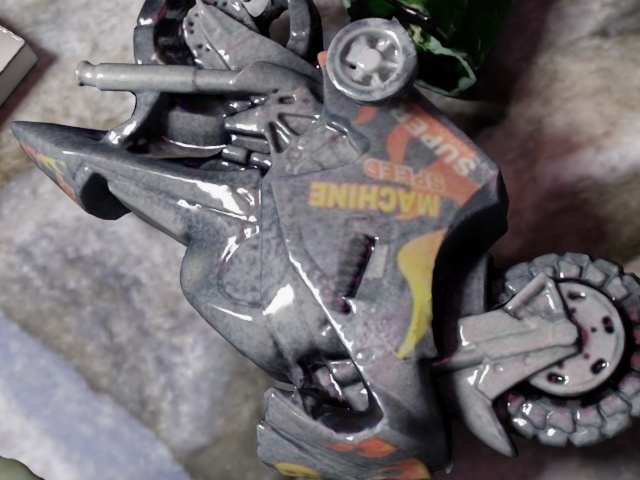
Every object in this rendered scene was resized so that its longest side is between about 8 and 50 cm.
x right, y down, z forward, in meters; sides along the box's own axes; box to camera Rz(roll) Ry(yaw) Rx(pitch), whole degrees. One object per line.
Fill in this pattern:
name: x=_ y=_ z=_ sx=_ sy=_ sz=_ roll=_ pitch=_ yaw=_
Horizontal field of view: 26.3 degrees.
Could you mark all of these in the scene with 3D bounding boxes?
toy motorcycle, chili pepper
toy motorcycle: x=0.000 y=0.000 z=0.610 sx=0.173 sy=0.108 sz=0.307 roll=-45 pitch=69 yaw=-3
chili pepper: x=0.088 y=-0.186 z=0.682 sx=0.059 sy=0.088 sz=0.227 roll=8 pitch=63 yaw=45

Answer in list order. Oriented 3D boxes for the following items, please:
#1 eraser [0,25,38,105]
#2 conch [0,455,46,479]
eraser: x=-0.231 y=-0.066 z=0.705 sx=0.104 sy=0.023 sz=0.150 roll=32 pitch=77 yaw=16
conch: x=-0.171 y=0.179 z=0.557 sx=0.200 sy=0.131 sz=0.172 roll=46 pitch=54 yaw=-8
